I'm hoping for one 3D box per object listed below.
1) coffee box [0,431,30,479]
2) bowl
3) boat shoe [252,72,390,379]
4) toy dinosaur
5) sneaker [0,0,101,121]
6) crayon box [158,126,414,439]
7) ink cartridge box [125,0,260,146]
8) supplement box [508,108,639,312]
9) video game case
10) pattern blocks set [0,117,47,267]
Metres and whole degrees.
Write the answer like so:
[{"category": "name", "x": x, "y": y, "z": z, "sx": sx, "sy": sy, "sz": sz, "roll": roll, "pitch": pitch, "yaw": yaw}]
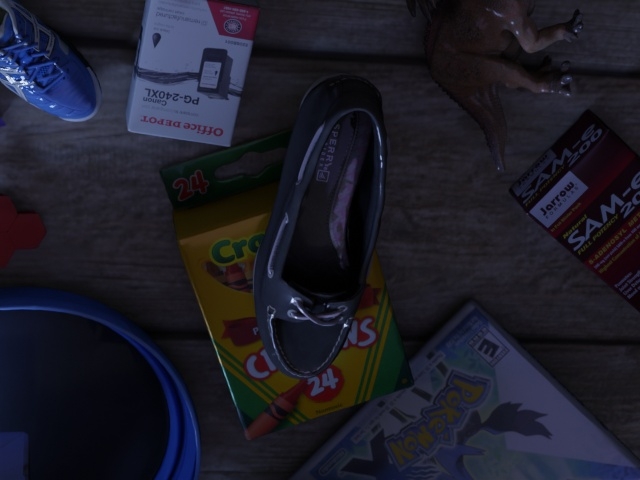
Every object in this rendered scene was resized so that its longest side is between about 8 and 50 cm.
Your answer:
[{"category": "coffee box", "x": -0.356, "y": 0.343, "z": 1.366, "sx": 0.098, "sy": 0.141, "sz": 0.246, "roll": 0, "pitch": 116, "yaw": -12}, {"category": "bowl", "x": -0.330, "y": 0.227, "z": 1.437, "sx": 0.391, "sy": 0.077, "sz": 0.391, "roll": -4, "pitch": 115, "yaw": -9}, {"category": "boat shoe", "x": 0.000, "y": 0.000, "z": 1.294, "sx": 0.112, "sy": 0.095, "sz": 0.335, "roll": 5, "pitch": 110, "yaw": -12}, {"category": "toy dinosaur", "x": 0.151, "y": -0.219, "z": 1.306, "sx": 0.200, "sy": 0.127, "sz": 0.295, "roll": 1, "pitch": 127, "yaw": -4}, {"category": "sneaker", "x": -0.298, "y": -0.185, "z": 1.250, "sx": 0.080, "sy": 0.081, "sz": 0.211, "roll": -44, "pitch": 116, "yaw": 9}, {"category": "crayon box", "x": -0.035, "y": 0.045, "z": 1.408, "sx": 0.202, "sy": 0.081, "sz": 0.318, "roll": -19, "pitch": 116, "yaw": -2}, {"category": "ink cartridge box", "x": -0.129, "y": -0.177, "z": 1.296, "sx": 0.109, "sy": 0.063, "sz": 0.150, "roll": 8, "pitch": 112, "yaw": -14}, {"category": "supplement box", "x": 0.343, "y": -0.020, "z": 1.456, "sx": 0.239, "sy": 0.073, "sz": 0.130, "roll": 37, "pitch": 103, "yaw": -23}, {"category": "video game case", "x": 0.169, "y": 0.285, "z": 1.515, "sx": 0.300, "sy": 0.036, "sz": 0.329, "roll": 44, "pitch": 101, "yaw": 1}, {"category": "pattern blocks set", "x": -0.445, "y": -0.036, "z": 1.247, "sx": 0.325, "sy": 0.026, "sz": 0.285, "roll": -30, "pitch": 119, "yaw": -24}]
